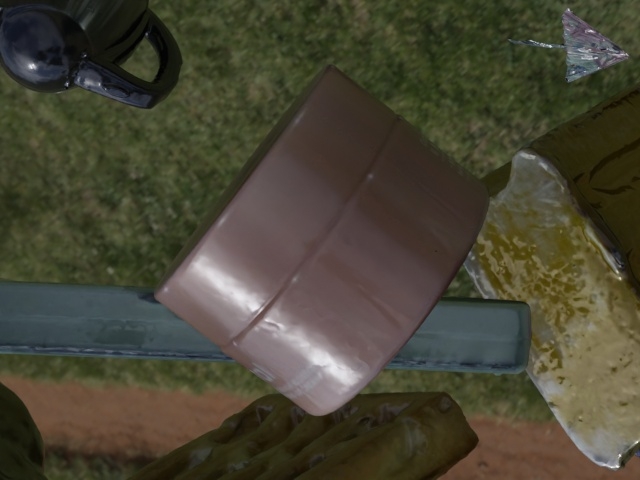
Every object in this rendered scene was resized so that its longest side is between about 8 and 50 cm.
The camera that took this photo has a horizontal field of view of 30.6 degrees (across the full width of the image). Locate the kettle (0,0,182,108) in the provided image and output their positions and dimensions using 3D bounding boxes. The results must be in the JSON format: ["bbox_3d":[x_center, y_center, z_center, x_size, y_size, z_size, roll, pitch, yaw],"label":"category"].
[{"bbox_3d":[-0.328,-0.272,1.519,0.207,0.271,0.251,-23,120,17],"label":"kettle"}]

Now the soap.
[{"bbox_3d":[0.304,0.014,1.100,0.156,0.335,0.293,-31,89,41],"label":"soap"}]

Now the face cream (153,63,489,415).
[{"bbox_3d":[0.000,0.000,0.593,0.104,0.149,0.149,38,139,-7],"label":"face cream"}]

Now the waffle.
[{"bbox_3d":[-0.058,0.234,1.115,0.348,0.304,0.078,-11,104,54],"label":"waffle"}]

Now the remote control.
[{"bbox_3d":[-0.044,0.052,0.736,0.343,0.145,0.050,2,87,-5],"label":"remote control"}]

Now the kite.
[{"bbox_3d":[0.308,-0.241,1.455,0.156,0.011,0.139,11,150,22],"label":"kite"}]

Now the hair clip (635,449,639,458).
[{"bbox_3d":[0.362,0.161,1.273,0.137,0.090,0.279,-19,105,12],"label":"hair clip"}]

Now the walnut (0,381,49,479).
[{"bbox_3d":[-0.295,0.217,0.775,0.253,0.277,0.282,-44,69,6],"label":"walnut"}]
